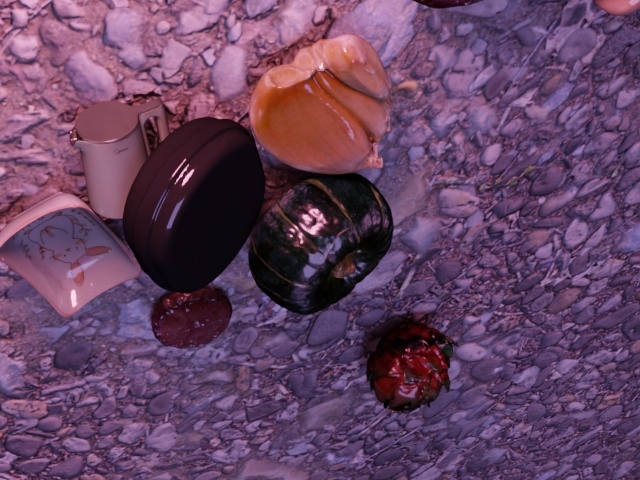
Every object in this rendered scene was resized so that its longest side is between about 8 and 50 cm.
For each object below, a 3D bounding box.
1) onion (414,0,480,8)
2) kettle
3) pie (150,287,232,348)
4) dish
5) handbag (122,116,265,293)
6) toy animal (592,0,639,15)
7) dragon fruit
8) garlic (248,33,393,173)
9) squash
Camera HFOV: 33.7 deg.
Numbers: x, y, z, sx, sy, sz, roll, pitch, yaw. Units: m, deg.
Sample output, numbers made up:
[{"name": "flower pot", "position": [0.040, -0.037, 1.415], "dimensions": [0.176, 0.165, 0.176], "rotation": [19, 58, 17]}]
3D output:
[{"name": "onion", "position": [0.200, -0.411, 1.379], "dimensions": [0.248, 0.161, 0.248], "rotation": [-10, 146, -7]}, {"name": "kettle", "position": [-0.278, -0.116, 1.492], "dimensions": [0.127, 0.098, 0.148], "rotation": [0, 136, 1]}, {"name": "pie", "position": [-0.226, 0.136, 1.865], "dimensions": [0.154, 0.036, 0.154], "rotation": [-16, 141, -13]}, {"name": "dish", "position": [-0.384, 0.009, 1.595], "dimensions": [0.151, 0.077, 0.212], "rotation": [-30, 142, 2]}, {"name": "handbag", "position": [-0.179, -0.053, 1.547], "dimensions": [0.253, 0.093, 0.308], "rotation": [-54, 162, -18]}, {"name": "toy animal", "position": [0.419, -0.412, 1.515], "dimensions": [0.250, 0.166, 0.154], "rotation": [6, 161, -31]}, {"name": "dragon fruit", "position": [0.182, 0.260, 2.139], "dimensions": [0.182, 0.182, 0.188], "rotation": [25, 79, -45]}, {"name": "garlic", "position": [0.006, -0.196, 1.563], "dimensions": [0.217, 0.110, 0.228], "rotation": [-22, 133, 14]}, {"name": "squash", "position": [0.000, 0.000, 1.697], "dimensions": [0.252, 0.165, 0.252], "rotation": [-41, 164, -14]}]
